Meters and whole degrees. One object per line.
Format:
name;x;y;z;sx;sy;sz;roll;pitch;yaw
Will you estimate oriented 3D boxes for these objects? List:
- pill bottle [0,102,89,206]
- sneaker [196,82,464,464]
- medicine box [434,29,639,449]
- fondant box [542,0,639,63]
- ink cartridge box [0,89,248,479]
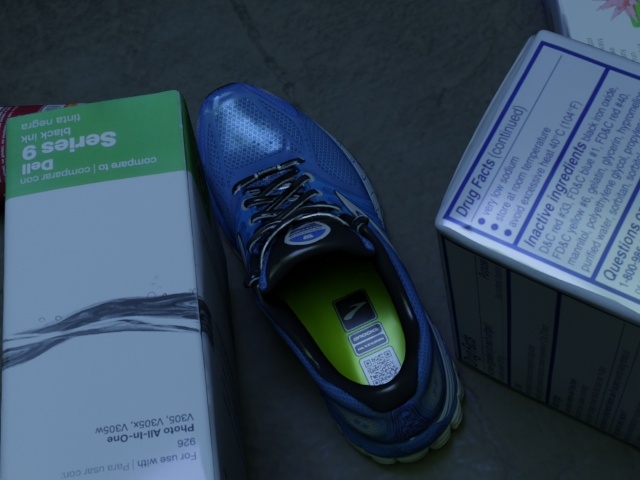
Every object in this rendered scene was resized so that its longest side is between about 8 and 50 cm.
pill bottle;-0.259;-0.070;0.945;0.152;0.086;0.086;-1;68;10
sneaker;0.000;0.000;0.837;0.129;0.147;0.330;-31;65;-4
medicine box;0.234;0.037;0.716;0.289;0.263;0.149;25;74;18
fondant box;0.347;-0.203;0.889;0.330;0.096;0.238;-10;66;5
ink cartridge box;-0.117;0.086;0.717;0.121;0.211;0.289;-8;56;-2
